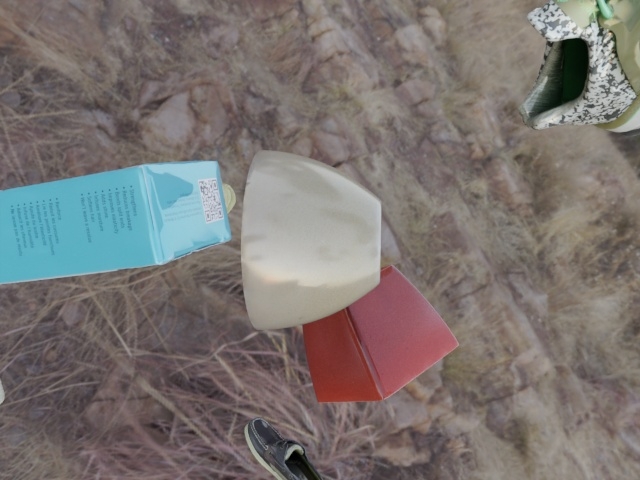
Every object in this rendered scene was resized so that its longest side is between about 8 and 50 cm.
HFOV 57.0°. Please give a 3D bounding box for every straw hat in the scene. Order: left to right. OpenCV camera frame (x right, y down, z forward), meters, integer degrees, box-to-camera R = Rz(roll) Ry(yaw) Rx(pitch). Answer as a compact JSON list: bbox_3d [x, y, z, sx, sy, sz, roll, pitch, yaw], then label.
[{"bbox_3d":[-0.212,-0.086,1.230,0.144,0.061,0.145,1,90,-67],"label":"straw hat"}]

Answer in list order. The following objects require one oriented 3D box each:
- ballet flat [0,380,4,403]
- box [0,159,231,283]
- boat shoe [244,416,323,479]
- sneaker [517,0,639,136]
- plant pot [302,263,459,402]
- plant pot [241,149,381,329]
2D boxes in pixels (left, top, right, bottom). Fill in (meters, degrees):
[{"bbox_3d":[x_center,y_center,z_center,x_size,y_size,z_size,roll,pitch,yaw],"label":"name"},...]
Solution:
[{"bbox_3d":[-0.462,0.102,0.676,0.248,0.086,0.086,30,38,1],"label":"ballet flat"},{"bbox_3d":[-0.196,-0.007,0.413,0.100,0.244,0.060,-28,110,-72],"label":"box"},{"bbox_3d":[-0.040,0.279,0.754,0.152,0.049,0.056,42,24,31],"label":"boat shoe"},{"bbox_3d":[0.304,-0.254,0.584,0.182,0.410,0.158,-20,51,-13],"label":"sneaker"},{"bbox_3d":[0.108,0.208,1.381,0.267,0.267,0.236,-25,91,-35],"label":"plant pot"},{"bbox_3d":[0.000,0.000,0.927,0.284,0.190,0.284,0,90,-84],"label":"plant pot"}]
